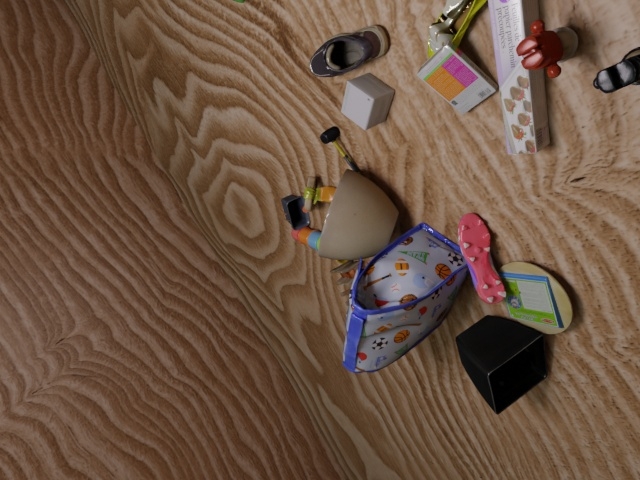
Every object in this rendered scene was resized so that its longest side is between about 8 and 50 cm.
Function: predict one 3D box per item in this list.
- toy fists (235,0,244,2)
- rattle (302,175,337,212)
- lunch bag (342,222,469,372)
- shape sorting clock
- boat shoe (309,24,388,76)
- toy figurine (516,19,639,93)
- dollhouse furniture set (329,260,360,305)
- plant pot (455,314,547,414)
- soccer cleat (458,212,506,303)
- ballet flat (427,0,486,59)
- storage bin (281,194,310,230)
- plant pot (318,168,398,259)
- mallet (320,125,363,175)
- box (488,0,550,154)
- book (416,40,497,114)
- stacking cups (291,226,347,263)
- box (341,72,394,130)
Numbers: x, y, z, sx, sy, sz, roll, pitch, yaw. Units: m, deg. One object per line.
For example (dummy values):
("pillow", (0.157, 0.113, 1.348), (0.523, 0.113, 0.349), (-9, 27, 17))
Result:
("toy fists", (-0.245, -0.848, 1.220), (0.142, 0.096, 0.279), (49, 147, 13))
("rattle", (0.002, -0.155, 1.564), (0.199, 0.143, 0.130), (90, 172, -64))
("lunch bag", (0.215, 0.181, 1.215), (0.239, 0.385, 0.327), (37, 145, 30))
("shape sorting clock", (0.536, 0.144, 1.054), (0.206, 0.040, 0.206), (47, 150, 38))
("boat shoe", (0.051, -0.497, 1.115), (0.285, 0.092, 0.102), (12, 127, 51))
("toy figurine", (0.445, -0.350, 0.644), (0.213, 0.148, 0.209), (37, 138, 35))
("dollhouse furniture set", (0.187, 0.196, 1.562), (0.262, 0.135, 0.259), (62, 161, -7))
("plant pot", (0.484, 0.320, 1.148), (0.167, 0.187, 0.188), (43, 161, 54))
("soccer cleat", (0.416, 0.050, 1.099), (0.095, 0.083, 0.248), (79, 171, -89))
("ballet flat", (0.269, -0.454, 0.855), (0.077, 0.077, 0.231), (56, 150, 13))
("storage bin", (-0.115, -0.120, 1.712), (0.091, 0.098, 0.135), (33, 143, 53))
("plant pot", (0.130, -0.056, 1.279), (0.191, 0.284, 0.284), (18, 139, 7))
("mallet", (0.080, -0.283, 1.336), (0.189, 0.062, 0.039), (46, 152, -9))
("box", (0.389, -0.331, 0.809), (0.063, 0.067, 0.324), (12, 128, 51))
("book", (0.296, -0.350, 0.905), (0.144, 0.035, 0.096), (36, 151, -14))
("stacking cups", (0.000, 0.000, 1.669), (0.316, 0.096, 0.096), (25, 137, 50))
("box", (0.126, -0.375, 1.125), (0.102, 0.087, 0.101), (44, 147, 22))
